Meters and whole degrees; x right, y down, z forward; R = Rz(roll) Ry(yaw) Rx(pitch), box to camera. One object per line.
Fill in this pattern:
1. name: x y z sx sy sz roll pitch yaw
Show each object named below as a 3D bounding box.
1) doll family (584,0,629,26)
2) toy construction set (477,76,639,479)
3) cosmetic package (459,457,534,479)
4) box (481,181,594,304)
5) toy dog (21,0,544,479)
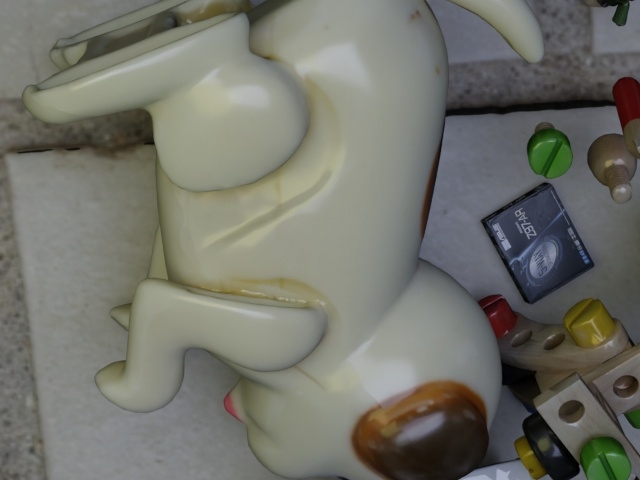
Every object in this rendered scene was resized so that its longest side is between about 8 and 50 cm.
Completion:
1. doll family: 0.263 -0.275 1.484 0.076 0.111 0.193 -7 96 -10
2. toy construction set: 0.243 0.058 1.405 0.257 0.237 0.309 -7 115 6
3. cosmetic package: 0.062 0.243 1.479 0.231 0.117 0.085 -12 83 -4
4. box: 0.185 0.002 1.544 0.067 0.018 0.083 -30 101 -7
5. toy dog: 0.000 0.000 1.390 0.395 0.284 0.408 -21 106 -6
